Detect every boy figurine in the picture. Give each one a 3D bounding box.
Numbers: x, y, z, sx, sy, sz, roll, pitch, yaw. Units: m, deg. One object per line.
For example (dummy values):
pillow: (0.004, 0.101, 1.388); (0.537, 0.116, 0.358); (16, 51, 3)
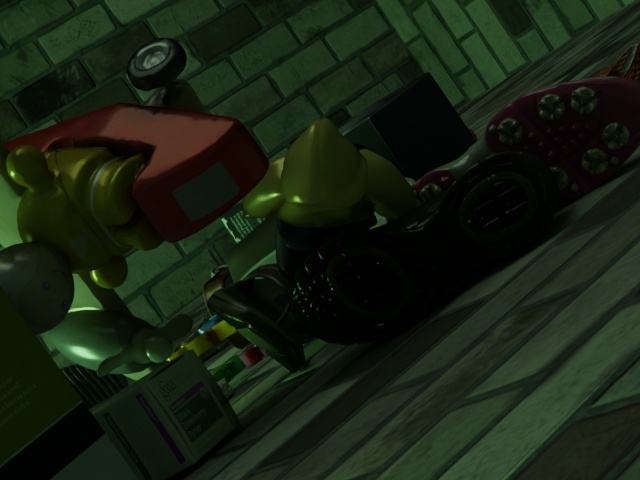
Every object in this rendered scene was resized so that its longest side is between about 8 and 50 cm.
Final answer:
boy figurine: (0.013, -0.037, 1.552); (0.177, 0.092, 0.285); (3, -16, -2)

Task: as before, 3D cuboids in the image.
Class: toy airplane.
toy airplane: (-0.282, -0.021, 1.539); (0.384, 0.386, 0.272); (120, 165, -45)

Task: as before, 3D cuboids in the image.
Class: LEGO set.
LEGO set: (-0.104, 0.123, 1.893); (0.093, 0.087, 0.227); (-33, 5, 27)

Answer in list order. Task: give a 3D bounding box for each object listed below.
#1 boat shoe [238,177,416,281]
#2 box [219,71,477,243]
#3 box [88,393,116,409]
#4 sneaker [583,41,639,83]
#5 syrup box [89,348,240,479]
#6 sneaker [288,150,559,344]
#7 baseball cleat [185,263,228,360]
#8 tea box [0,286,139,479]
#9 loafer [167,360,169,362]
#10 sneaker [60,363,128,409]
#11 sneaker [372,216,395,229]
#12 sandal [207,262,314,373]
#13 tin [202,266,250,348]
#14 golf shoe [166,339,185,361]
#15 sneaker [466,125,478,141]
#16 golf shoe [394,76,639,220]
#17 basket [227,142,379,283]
boat shoe: (0.023, 0.026, 1.965); (0.302, 0.091, 0.114); (-30, 25, 35)
box: (0.056, -0.080, 2.384); (0.294, 0.182, 0.296); (-31, 5, 27)
box: (-0.313, 0.272, 2.021); (0.164, 0.021, 0.201); (-31, 17, 51)
sneaker: (0.369, -0.191, 2.077); (0.175, 0.064, 0.067); (-29, -16, 3)
syrup box: (-0.203, 0.207, 1.584); (0.237, 0.096, 0.093); (-31, 3, 31)
sneaker: (0.104, 0.013, 1.510); (0.286, 0.109, 0.130); (-26, -4, 16)
baseball cleat: (-0.150, 0.099, 2.418); (0.206, 0.109, 0.072); (-36, 12, 20)
tea box: (-0.388, 0.209, 1.436); (0.329, 0.323, 0.220); (-32, 4, 43)
loafer: (-0.224, 0.206, 2.119); (0.050, 0.056, 0.148); (-26, 7, 28)
sneaker: (-0.442, 0.287, 2.492); (0.330, 0.122, 0.146); (-34, 6, 2)
sneaker: (0.068, 0.028, 1.758); (0.094, 0.081, 0.208); (-42, -2, -2)
sandal: (-0.043, 0.064, 1.735); (0.086, 0.120, 0.303); (-53, 0, 10)
tin: (-0.113, 0.090, 2.267); (0.040, 0.106, 0.189); (-26, 6, 13)
golf shoe: (-0.242, 0.185, 2.423); (0.067, 0.086, 0.186); (-63, 16, -17)
sneaker: (0.161, -0.123, 2.589); (0.252, 0.103, 0.111); (-31, 7, 39)
golf shoe: (0.211, -0.085, 1.607); (0.306, 0.115, 0.140); (-31, 2, 36)
basket: (0.000, 0.000, 2.123); (0.227, 0.154, 0.204); (-37, 1, 18)
